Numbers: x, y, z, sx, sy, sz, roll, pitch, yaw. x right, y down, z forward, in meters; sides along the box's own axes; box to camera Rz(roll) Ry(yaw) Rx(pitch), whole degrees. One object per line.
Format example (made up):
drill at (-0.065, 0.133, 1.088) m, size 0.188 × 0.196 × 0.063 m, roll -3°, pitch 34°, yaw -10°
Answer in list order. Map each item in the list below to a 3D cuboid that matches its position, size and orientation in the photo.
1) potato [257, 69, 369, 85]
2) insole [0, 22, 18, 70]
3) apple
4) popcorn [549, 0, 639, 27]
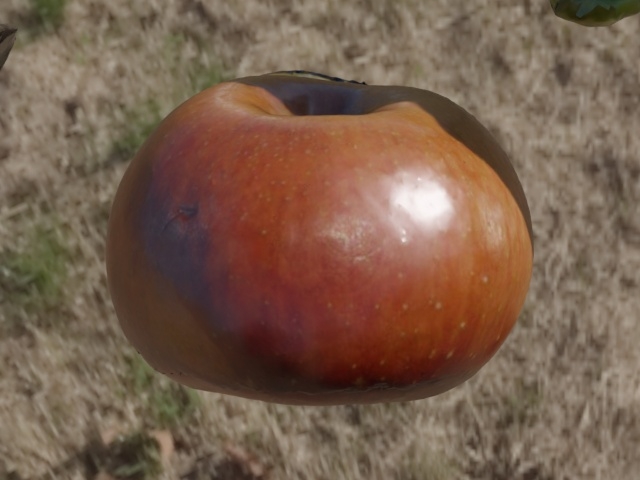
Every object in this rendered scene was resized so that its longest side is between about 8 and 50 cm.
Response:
potato at (-0.016, -0.033, 1.444) m, size 0.299 × 0.239 × 0.116 m, roll 7°, pitch 44°, yaw 42°
insole at (-0.158, -0.037, 0.523) m, size 0.007 × 0.328 × 0.111 m, roll 40°, pitch 99°, yaw -5°
apple at (0.000, 0.000, 0.985) m, size 0.272 × 0.251 × 0.206 m, roll 7°, pitch 99°, yaw 17°
popcorn at (0.297, -0.274, 0.915) m, size 0.290 × 0.326 × 0.321 m, roll 7°, pitch 79°, yaw 7°
